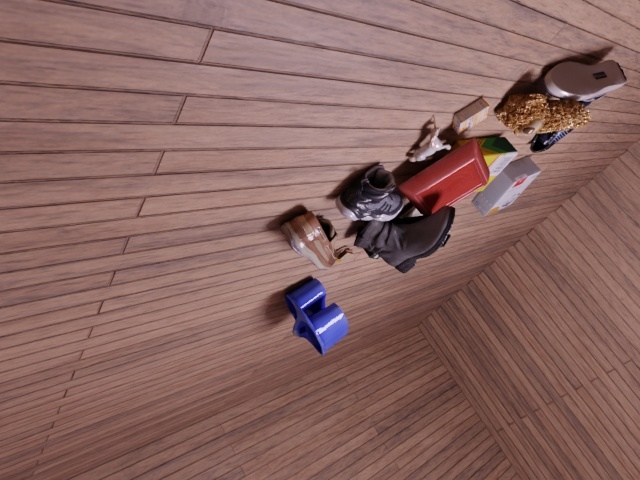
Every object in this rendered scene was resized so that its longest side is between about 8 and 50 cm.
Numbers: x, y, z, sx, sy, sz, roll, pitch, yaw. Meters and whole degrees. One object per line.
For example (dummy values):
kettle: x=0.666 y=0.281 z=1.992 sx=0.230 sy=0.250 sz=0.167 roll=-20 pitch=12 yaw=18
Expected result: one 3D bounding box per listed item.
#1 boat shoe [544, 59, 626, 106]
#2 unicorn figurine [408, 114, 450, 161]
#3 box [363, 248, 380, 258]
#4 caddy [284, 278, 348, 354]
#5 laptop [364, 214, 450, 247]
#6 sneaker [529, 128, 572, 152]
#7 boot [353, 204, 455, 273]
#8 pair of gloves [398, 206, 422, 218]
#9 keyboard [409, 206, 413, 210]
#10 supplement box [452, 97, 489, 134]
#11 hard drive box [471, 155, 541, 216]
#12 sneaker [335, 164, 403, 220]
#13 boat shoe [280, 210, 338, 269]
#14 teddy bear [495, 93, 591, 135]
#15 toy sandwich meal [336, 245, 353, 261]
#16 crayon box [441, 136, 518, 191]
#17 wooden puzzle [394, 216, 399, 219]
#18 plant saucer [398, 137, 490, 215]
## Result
boat shoe: x=0.784 y=-0.463 z=1.581 sx=0.340 sy=0.127 sz=0.158 roll=-12 pitch=165 yaw=-26
unicorn figurine: x=0.310 y=-0.265 z=1.420 sx=0.111 sy=0.060 sz=0.162 roll=-9 pitch=148 yaw=-47
box: x=0.200 y=0.029 z=1.890 sx=0.052 sy=0.062 sz=0.083 roll=-40 pitch=157 yaw=18
caddy: x=-0.029 y=0.298 z=1.909 sx=0.179 sy=0.241 sz=0.341 roll=-33 pitch=158 yaw=-12
laptop: x=0.313 y=-0.038 z=1.785 sx=0.234 sy=0.137 sz=0.264 roll=-7 pitch=140 yaw=25
sneaker: x=0.863 y=-0.404 z=1.862 sx=0.090 sy=0.081 sz=0.232 roll=-29 pitch=160 yaw=-30
boot: x=0.252 y=-0.030 z=1.611 sx=0.338 sy=0.222 sz=0.118 roll=-52 pitch=-168 yaw=45
pair of gloves: x=0.379 y=-0.090 z=1.873 sx=0.204 sy=0.042 sz=0.240 roll=-34 pitch=158 yaw=3
keyboard: x=0.294 y=-0.046 z=1.928 sx=0.072 sy=0.014 sz=0.256 roll=-8 pitch=147 yaw=-47
supplement box: x=0.422 y=-0.349 z=1.430 sx=0.098 sy=0.036 sz=0.062 roll=-32 pitch=158 yaw=-2
hard drive box: x=0.766 y=-0.223 z=2.105 sx=0.181 sy=0.089 sz=0.232 roll=-22 pitch=156 yaw=-27
sneaker: x=0.177 y=-0.134 z=1.454 sx=0.268 sy=0.101 sz=0.153 roll=-7 pitch=150 yaw=-43
boat shoe: x=0.000 y=0.000 z=1.480 sx=0.116 sy=0.123 sz=0.324 roll=-38 pitch=160 yaw=7
teddy bear: x=0.690 y=-0.370 z=1.563 sx=0.337 sy=0.244 sz=0.113 roll=-8 pitch=104 yaw=-55
toy sandwich meal: x=0.079 y=0.052 z=1.815 sx=0.085 sy=0.029 sz=0.086 roll=-28 pitch=158 yaw=-12
crayon box: x=0.479 y=-0.238 z=1.674 sx=0.318 sy=0.081 sz=0.202 roll=-12 pitch=151 yaw=-38
wooden puzzle: x=0.248 y=-0.060 z=1.838 sx=0.078 sy=0.014 sz=0.116 roll=-22 pitch=156 yaw=-15
plant saucer: x=0.395 y=-0.171 z=1.556 sx=0.258 sy=0.048 sz=0.259 roll=-32 pitch=153 yaw=15
